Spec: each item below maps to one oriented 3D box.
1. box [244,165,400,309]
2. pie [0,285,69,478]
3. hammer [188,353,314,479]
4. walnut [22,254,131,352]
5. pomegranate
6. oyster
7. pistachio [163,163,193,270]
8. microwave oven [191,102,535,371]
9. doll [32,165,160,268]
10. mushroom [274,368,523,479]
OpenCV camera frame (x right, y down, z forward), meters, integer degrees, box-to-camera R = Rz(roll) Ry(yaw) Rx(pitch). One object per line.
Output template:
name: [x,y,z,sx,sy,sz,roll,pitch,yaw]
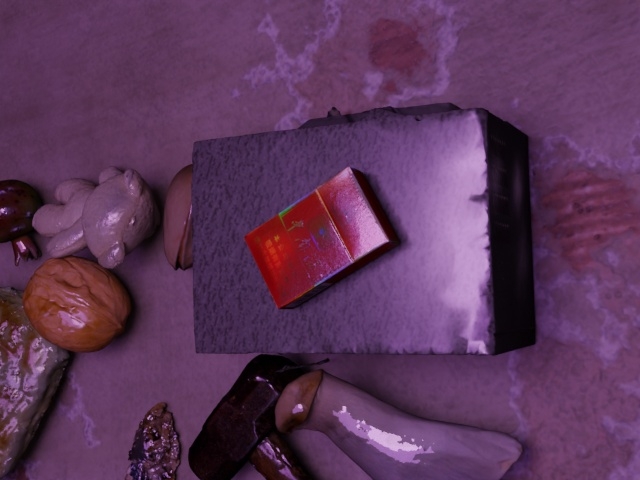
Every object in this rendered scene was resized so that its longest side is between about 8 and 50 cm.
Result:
box: [0.000,0.000,1.089,0.175,0.048,0.112,-34,73,20]
pie: [-0.674,0.265,1.605,0.418,0.180,0.395,15,93,19]
hammer: [-0.020,0.392,1.308,0.409,0.095,0.242,48,120,14]
walnut: [-0.424,0.112,1.500,0.206,0.159,0.159,22,97,27]
pomegranate: [-0.585,-0.034,1.606,0.129,0.129,0.159,10,100,26]
oyster: [-0.291,0.353,1.479,0.103,0.051,0.148,-3,76,19]
pistachio: [-0.207,-0.038,1.420,0.108,0.126,0.185,14,100,-5]
microwave oven: [0.061,-0.006,1.220,0.432,0.236,0.374,-4,85,26]
doll: [-0.387,-0.046,1.509,0.278,0.149,0.175,12,92,41]
mushroom: [0.099,0.274,1.202,0.328,0.122,0.159,26,93,3]
